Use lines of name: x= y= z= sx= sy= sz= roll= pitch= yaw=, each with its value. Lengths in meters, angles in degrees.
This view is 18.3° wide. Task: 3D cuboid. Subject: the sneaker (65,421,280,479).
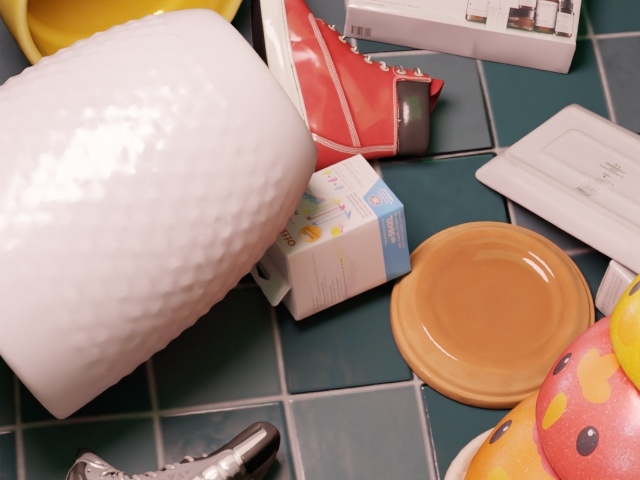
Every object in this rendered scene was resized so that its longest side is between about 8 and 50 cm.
sneaker: x=-0.153 y=0.212 z=1.784 sx=0.132 sy=0.086 sz=0.228 roll=41 pitch=67 yaw=21

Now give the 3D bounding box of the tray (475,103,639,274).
tray: x=0.282 y=-0.059 z=1.924 sx=0.145 sy=0.030 sz=0.270 roll=-35 pitch=41 yaw=-19

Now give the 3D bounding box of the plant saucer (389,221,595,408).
plant saucer: x=0.167 y=0.064 z=1.911 sx=0.200 sy=0.037 sz=0.200 roll=1 pitch=61 yaw=-2

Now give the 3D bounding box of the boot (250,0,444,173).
boot: x=0.027 y=-0.187 z=2.022 sx=0.176 sy=0.088 sz=0.244 roll=-11 pitch=70 yaw=-10

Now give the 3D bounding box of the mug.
mug: x=-0.195 y=-0.059 z=1.821 sx=0.328 sy=0.276 sz=0.374 roll=-37 pitch=24 yaw=-5

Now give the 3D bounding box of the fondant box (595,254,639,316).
fondant box: x=0.462 y=0.085 z=1.883 sx=0.238 sy=0.096 sz=0.330 roll=-37 pitch=69 yaw=-21

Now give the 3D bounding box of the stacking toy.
stacking toy: x=0.321 y=0.112 z=1.603 sx=0.350 sy=0.480 sz=0.351 roll=13 pitch=32 yaw=-8

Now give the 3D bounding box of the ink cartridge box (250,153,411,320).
ink cartridge box: x=0.000 y=0.000 z=1.896 sx=0.143 sy=0.090 sz=0.092 roll=-23 pitch=46 yaw=-16

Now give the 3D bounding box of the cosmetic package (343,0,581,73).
cosmetic package: x=0.150 y=-0.248 z=2.074 sx=0.239 sy=0.060 sz=0.099 roll=9 pitch=59 yaw=2

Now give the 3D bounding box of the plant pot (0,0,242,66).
plant pot: x=-0.232 y=-0.313 z=1.999 sx=0.254 sy=0.254 sz=0.239 roll=-25 pitch=49 yaw=-16
